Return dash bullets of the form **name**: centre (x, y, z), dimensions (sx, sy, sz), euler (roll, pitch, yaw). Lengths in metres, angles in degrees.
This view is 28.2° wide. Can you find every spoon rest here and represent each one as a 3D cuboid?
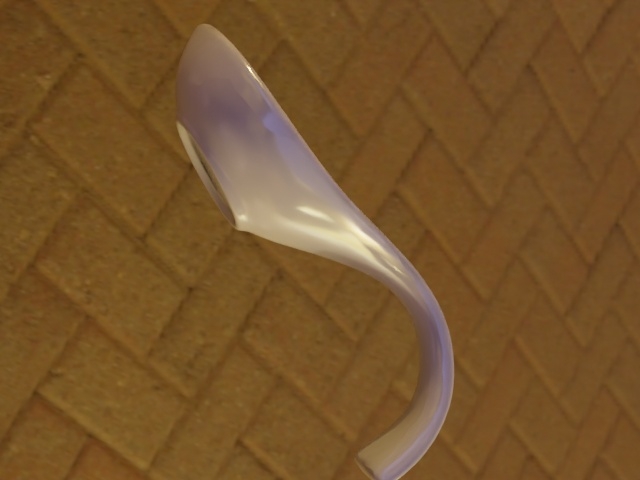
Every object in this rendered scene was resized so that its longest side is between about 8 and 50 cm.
- **spoon rest**: centre (0.000, 0.000, 0.724), dimensions (0.084, 0.137, 0.276), euler (-28, 100, -10)
